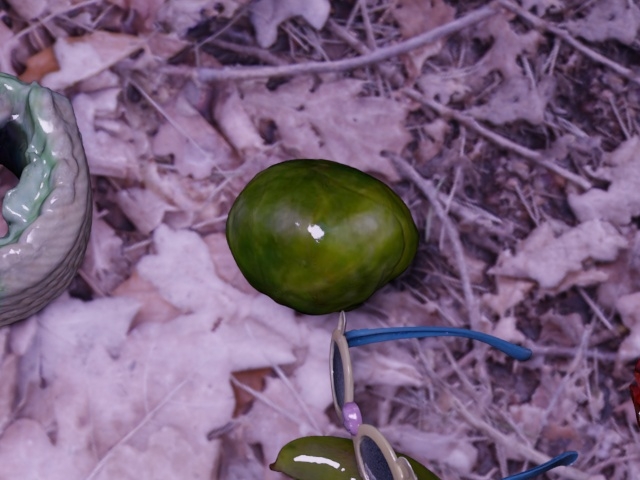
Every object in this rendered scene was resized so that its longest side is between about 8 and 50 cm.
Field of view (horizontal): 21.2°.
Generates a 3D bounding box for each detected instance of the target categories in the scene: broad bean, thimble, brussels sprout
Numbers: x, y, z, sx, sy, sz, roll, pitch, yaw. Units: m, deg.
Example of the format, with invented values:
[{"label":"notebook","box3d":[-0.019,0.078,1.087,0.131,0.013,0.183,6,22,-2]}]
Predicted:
[{"label":"broad bean","box3d":[0.111,0.238,1.507,0.325,0.067,0.075,16,92,-5]},{"label":"thimble","box3d":[-0.299,-0.038,1.494,0.219,0.150,0.219,2,70,-7]},{"label":"brussels sprout","box3d":[-0.003,-0.005,1.512,0.162,0.181,0.143,-19,81,-23]}]

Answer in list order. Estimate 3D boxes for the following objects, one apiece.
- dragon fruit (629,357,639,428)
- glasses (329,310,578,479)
[{"label":"dragon fruit","box3d":[0.380,0.120,1.517,0.234,0.293,0.233,2,111,5]},{"label":"glasses","box3d":[0.107,0.162,1.501,0.221,0.088,0.189,8,43,-35]}]
